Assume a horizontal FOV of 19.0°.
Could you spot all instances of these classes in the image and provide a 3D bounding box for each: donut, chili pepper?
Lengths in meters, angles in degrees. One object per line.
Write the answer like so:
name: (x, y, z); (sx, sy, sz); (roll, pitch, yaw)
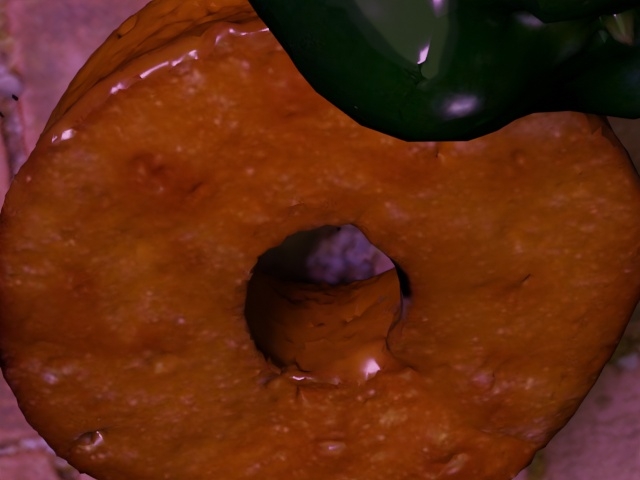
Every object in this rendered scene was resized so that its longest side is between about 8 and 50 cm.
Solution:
donut: (0.000, 0.000, 0.847); (0.303, 0.110, 0.303); (0, 132, 0)
chili pepper: (0.070, -0.168, 0.653); (0.248, 0.256, 0.233); (-11, 156, -20)
